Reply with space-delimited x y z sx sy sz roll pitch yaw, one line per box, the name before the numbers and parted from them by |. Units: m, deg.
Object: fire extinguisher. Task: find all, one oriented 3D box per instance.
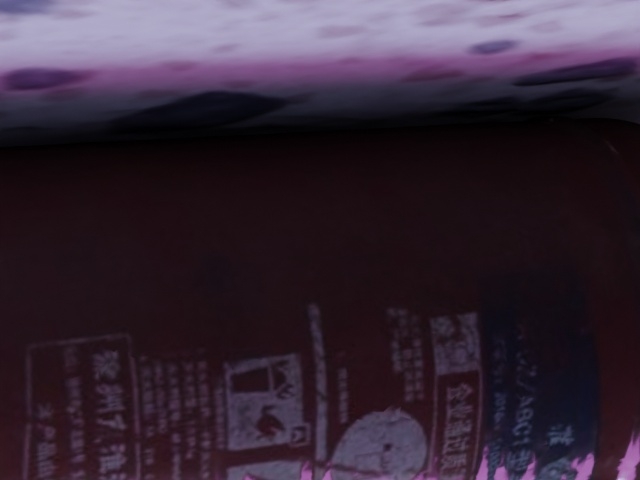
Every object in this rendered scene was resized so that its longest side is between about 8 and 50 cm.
fire extinguisher | 0.009 0.035 0.404 0.344 0.102 0.138 -4 138 -19
